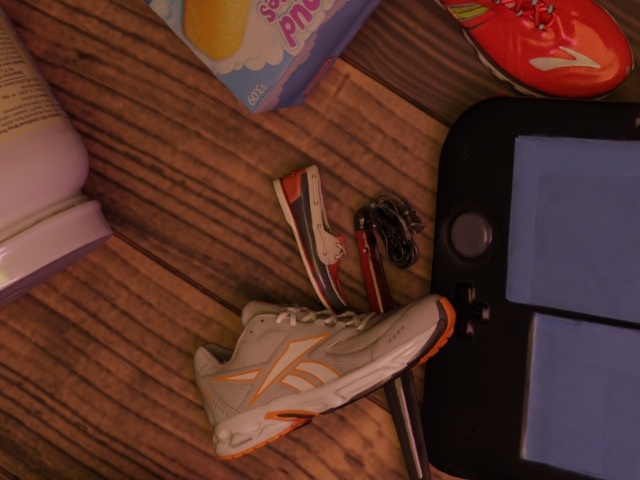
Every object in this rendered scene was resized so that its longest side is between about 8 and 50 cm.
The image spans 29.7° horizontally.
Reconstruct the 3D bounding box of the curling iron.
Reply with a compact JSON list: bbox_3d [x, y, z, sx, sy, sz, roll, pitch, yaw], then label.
[{"bbox_3d":[0.071,0.093,1.078,0.068,0.035,0.274,-7,89,49],"label":"curling iron"}]

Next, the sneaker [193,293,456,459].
[{"bbox_3d":[-0.010,0.092,1.044,0.262,0.099,0.121,-29,83,23],"label":"sneaker"}]

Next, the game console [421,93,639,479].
[{"bbox_3d":[0.254,0.060,0.971,0.386,0.060,0.342,9,94,39],"label":"game console"}]

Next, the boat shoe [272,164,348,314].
[{"bbox_3d":[0.000,0.000,1.087,0.043,0.049,0.137,-21,88,2],"label":"boat shoe"}]

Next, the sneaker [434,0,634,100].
[{"bbox_3d":[0.149,-0.215,1.027,0.279,0.118,0.107,39,96,1],"label":"sneaker"}]

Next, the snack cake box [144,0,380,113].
[{"bbox_3d":[-0.012,-0.251,0.987,0.152,0.089,0.264,47,120,13],"label":"snack cake box"}]

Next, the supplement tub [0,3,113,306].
[{"bbox_3d":[-0.341,-0.094,1.005,0.235,0.235,0.325,-31,91,5],"label":"supplement tub"}]
